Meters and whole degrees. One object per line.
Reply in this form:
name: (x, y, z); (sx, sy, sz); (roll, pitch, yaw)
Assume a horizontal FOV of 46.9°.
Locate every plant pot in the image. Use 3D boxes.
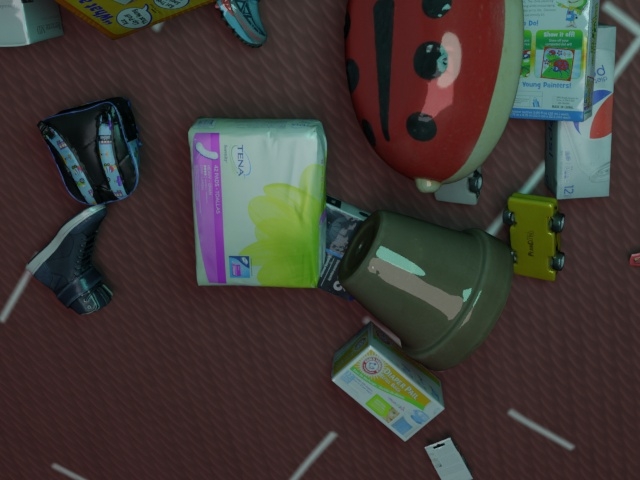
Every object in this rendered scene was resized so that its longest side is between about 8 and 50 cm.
plant pot: (0.162, 0.062, 1.280); (0.229, 0.263, 0.263); (28, 110, -13)

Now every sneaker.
sneaker: (-0.441, 0.041, 1.411); (0.226, 0.086, 0.163); (-41, 92, 27)
sneaker: (-0.131, -0.449, 1.204); (0.125, 0.104, 0.261); (-20, 108, 9)

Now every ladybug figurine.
ladybug figurine: (0.151, -0.297, 1.127); (0.305, 0.162, 0.449); (-2, 92, 46)

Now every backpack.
backpack: (-0.395, -0.158, 1.323); (0.158, 0.117, 0.173); (-14, 108, 9)

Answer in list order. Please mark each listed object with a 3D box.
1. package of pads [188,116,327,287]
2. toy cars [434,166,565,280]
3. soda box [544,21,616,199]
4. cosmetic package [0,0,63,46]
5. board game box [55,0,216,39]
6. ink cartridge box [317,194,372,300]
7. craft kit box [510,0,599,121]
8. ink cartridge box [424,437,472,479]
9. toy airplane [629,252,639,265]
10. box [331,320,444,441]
package of pads: (-0.102, -0.064, 1.282); (0.229, 0.101, 0.296); (1, 110, 4)
toy cars: (0.315, -0.090, 1.312); (0.394, 0.087, 0.176); (42, 143, -9)
soda box: (0.438, -0.219, 1.252); (0.091, 0.098, 0.286); (-3, 110, 5)
cosmetic package: (-0.537, -0.420, 1.217); (0.152, 0.151, 0.183); (-2, 111, 4)
board game box: (-0.248, -0.542, 0.981); (0.356, 0.356, 0.356); (-18, 83, 10)
ink cartridge box: (0.000, 0.000, 1.385); (0.333, 0.065, 0.165); (22, 110, -5)
craft kit box: (0.312, -0.322, 1.183); (0.250, 0.061, 0.246); (11, 118, 33)
ink cartridge box: (0.270, 0.463, 1.557); (0.063, 0.029, 0.115); (-25, 106, 13)
toy airplane: (0.652, 0.051, 1.374); (0.151, 0.028, 0.151); (2, 111, 5)
box: (0.133, 0.277, 1.456); (0.203, 0.103, 0.114); (41, 108, -11)
